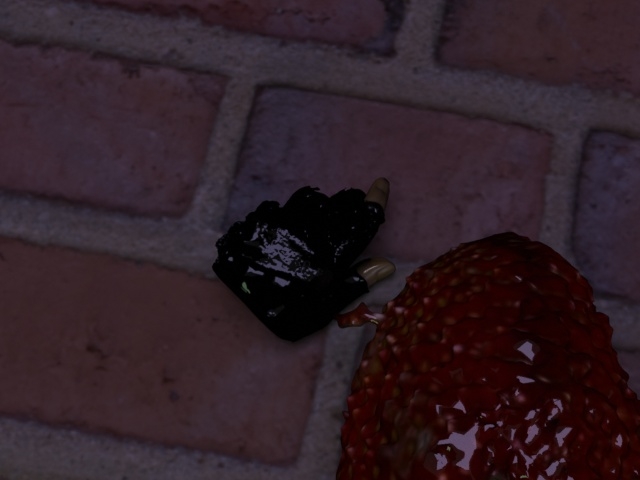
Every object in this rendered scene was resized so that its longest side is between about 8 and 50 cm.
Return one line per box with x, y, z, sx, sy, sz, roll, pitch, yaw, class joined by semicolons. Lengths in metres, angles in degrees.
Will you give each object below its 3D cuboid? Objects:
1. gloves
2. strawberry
-0.002;-0.002;1.549;0.129;0.106;0.181;40;79;18;gloves
0.124;0.157;1.413;0.292;0.292;0.343;-18;51;-5;strawberry
